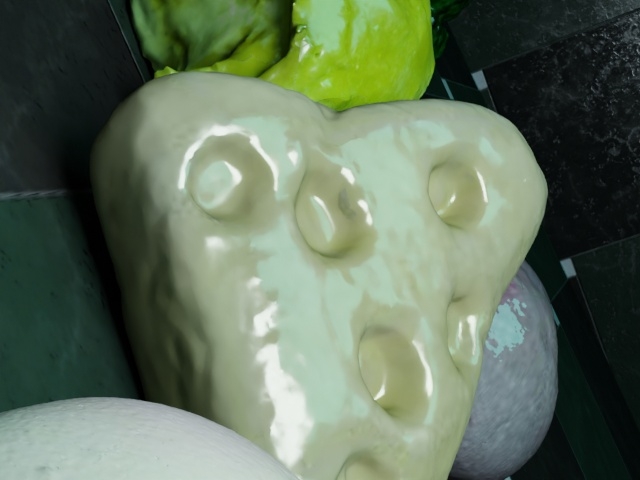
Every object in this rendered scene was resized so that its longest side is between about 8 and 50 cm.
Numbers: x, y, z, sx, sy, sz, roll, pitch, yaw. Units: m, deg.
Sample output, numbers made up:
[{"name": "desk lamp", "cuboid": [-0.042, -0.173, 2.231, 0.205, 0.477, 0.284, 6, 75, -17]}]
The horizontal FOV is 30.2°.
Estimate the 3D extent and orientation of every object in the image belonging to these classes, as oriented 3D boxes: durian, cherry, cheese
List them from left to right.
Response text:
[{"name": "durian", "cuboid": [-0.018, -0.180, 0.953, 0.340, 0.204, 0.256, -4, 56, -51]}, {"name": "cheese", "cuboid": [0.034, 0.070, 0.761, 0.351, 0.129, 0.328, 2, 74, -42]}, {"name": "cherry", "cuboid": [0.118, 0.101, 1.043, 0.266, 0.183, 0.213, 62, 38, -19]}]

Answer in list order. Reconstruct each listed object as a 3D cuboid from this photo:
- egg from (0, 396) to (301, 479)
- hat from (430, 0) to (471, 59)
[{"name": "egg", "cuboid": [-0.073, 0.140, 0.396, 0.217, 0.183, 0.183, 60, 14, -53]}, {"name": "hat", "cuboid": [0.109, -0.347, 1.403, 0.274, 0.332, 0.242, 47, 26, -53]}]
